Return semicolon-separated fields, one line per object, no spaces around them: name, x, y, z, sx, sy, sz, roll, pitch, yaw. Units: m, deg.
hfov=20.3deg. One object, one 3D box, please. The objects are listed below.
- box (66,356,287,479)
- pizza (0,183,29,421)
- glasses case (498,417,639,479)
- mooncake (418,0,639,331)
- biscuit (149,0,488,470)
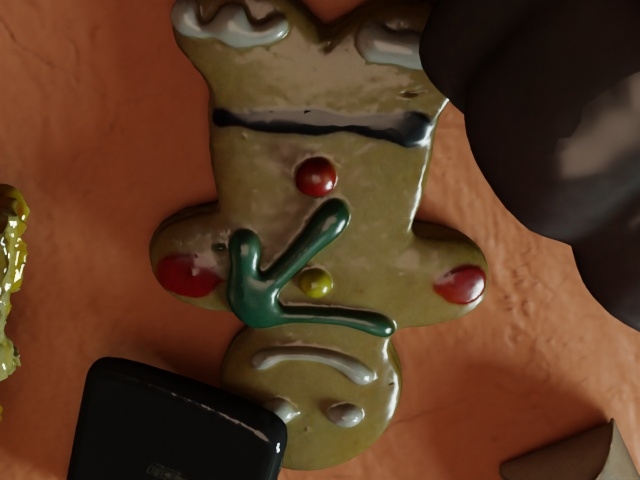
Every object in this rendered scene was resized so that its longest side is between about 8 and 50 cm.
box;-0.086;0.131;1.065;0.126;0.027;0.125;20;126;7
pizza;-0.307;0.057;1.033;0.268;0.087;0.257;13;117;-2
glasses case;0.171;0.214;1.089;0.102;0.070;0.193;-23;110;13
mooncake;0.166;-0.059;0.888;0.133;0.245;0.245;-41;106;19
biscuit;0.000;0.000;1.019;0.197;0.049;0.301;6;114;2
